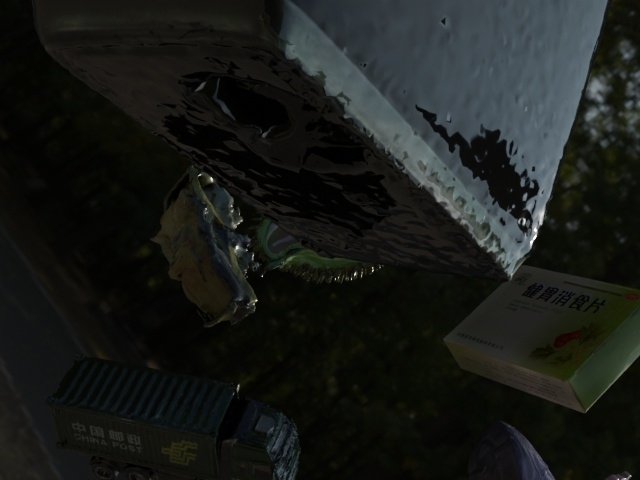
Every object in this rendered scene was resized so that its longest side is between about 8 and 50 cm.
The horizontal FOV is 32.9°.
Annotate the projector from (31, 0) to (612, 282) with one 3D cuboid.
[{"bbox_3d":[0.041,-0.227,0.810,0.242,0.405,0.395,7,-20,38],"label":"projector"}]

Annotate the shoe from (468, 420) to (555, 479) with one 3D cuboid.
[{"bbox_3d":[0.274,0.337,1.365,0.138,0.095,0.245,25,32,-29],"label":"shoe"}]

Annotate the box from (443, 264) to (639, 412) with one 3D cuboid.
[{"bbox_3d":[0.313,0.126,1.476,0.260,0.175,0.062,13,-41,60],"label":"box"}]

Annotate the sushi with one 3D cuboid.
[{"bbox_3d":[-0.194,0.013,1.835,0.139,0.131,0.290,-40,-115,39],"label":"sushi"}]

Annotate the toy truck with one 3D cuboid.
[{"bbox_3d":[-0.153,0.212,1.174,0.259,0.088,0.121,9,-50,11],"label":"toy truck"}]

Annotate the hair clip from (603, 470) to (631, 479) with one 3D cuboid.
[{"bbox_3d":[0.470,0.454,1.848,0.123,0.138,0.102,2,72,-51],"label":"hair clip"}]

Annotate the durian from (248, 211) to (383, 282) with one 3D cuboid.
[{"bbox_3d":[-0.004,0.004,1.520,0.137,0.221,0.095,64,-34,38],"label":"durian"}]
